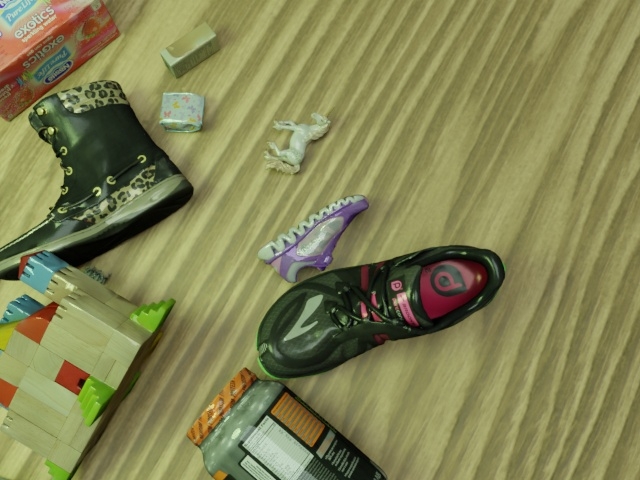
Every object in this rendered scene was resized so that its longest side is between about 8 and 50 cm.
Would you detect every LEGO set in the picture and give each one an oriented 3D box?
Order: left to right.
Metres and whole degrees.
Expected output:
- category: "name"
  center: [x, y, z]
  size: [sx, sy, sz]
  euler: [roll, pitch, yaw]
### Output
- category: "LEGO set"
  center: [-0.447, 0.074, 1.152]
  size: [0.083, 0.023, 0.054]
  euler: [-30, 82, -7]

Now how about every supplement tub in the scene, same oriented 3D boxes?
- category: "supplement tub"
  center: [-0.060, 0.375, 1.021]
  size: [0.316, 0.193, 0.193]
  euler: [40, 80, 6]

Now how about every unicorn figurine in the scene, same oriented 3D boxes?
- category: "unicorn figurine"
  center: [-0.047, -0.207, 1.211]
  size: [0.111, 0.060, 0.161]
  euler: [18, 95, 1]

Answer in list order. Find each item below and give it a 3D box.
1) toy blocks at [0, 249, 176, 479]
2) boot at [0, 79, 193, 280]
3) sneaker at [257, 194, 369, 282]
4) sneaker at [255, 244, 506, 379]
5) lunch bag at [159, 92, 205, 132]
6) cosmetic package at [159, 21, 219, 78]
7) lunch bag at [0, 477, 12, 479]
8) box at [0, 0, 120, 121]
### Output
- category: "toy blocks"
  center: [-0.455, 0.200, 1.021]
  size: [0.261, 0.191, 0.381]
  euler: [31, 107, 0]
- category: "boot"
  center: [-0.468, -0.117, 1.131]
  size: [0.377, 0.138, 0.284]
  euler: [-30, 82, -11]
- category: "sneaker"
  center: [0.000, 0.000, 1.154]
  size: [0.236, 0.095, 0.104]
  euler: [-34, 89, -3]
- category: "sneaker"
  center: [0.106, 0.106, 1.075]
  size: [0.483, 0.202, 0.185]
  euler: [-22, 80, -6]
- category: "lunch bag"
  center: [-0.275, -0.256, 1.210]
  size: [0.083, 0.053, 0.071]
  euler: [1, 76, 8]
- category: "cosmetic package"
  center: [-0.267, -0.390, 1.233]
  size: [0.115, 0.060, 0.041]
  euler: [-37, 82, -10]
- category: "lunch bag"
  center: [-0.489, 0.545, 0.990]
  size: [0.287, 0.169, 0.235]
  euler: [16, 75, -6]
- category: "box"
  center: [-0.575, -0.402, 1.182]
  size: [0.300, 0.142, 0.154]
  euler: [-43, 83, -9]
